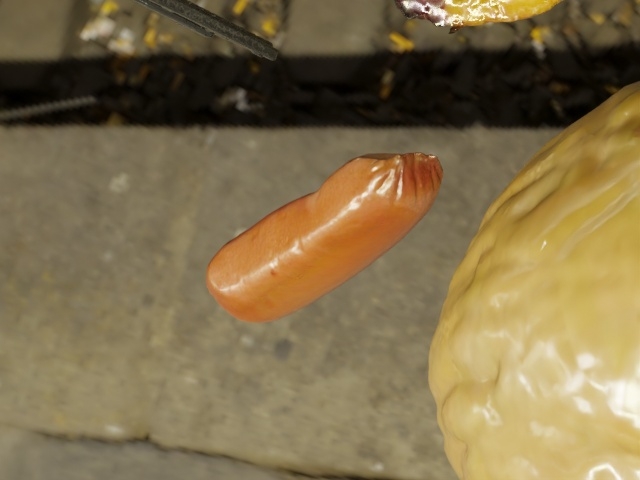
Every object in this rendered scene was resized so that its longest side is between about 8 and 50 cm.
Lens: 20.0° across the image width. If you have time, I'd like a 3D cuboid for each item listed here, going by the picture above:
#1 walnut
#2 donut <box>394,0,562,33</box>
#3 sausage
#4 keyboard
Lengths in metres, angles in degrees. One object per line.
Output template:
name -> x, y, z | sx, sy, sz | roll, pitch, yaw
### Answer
walnut -> 0.202, 0.065, 0.747 | 0.333, 0.333, 0.332 | -11, 69, 31
donut -> 0.063, -0.160, 0.750 | 0.140, 0.059, 0.140 | 14, 120, 25
sausage -> 0.001, 0.000, 1.810 | 0.348, 0.097, 0.094 | -32, 64, 49
keyboard -> -0.147, -0.199, 1.435 | 0.101, 0.310, 0.018 | 24, 93, 31
